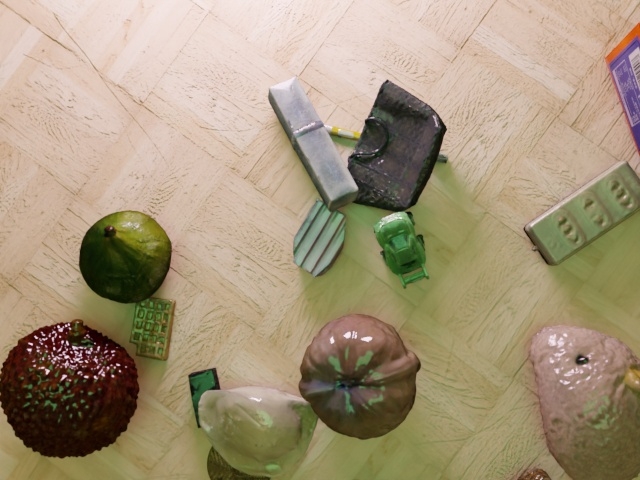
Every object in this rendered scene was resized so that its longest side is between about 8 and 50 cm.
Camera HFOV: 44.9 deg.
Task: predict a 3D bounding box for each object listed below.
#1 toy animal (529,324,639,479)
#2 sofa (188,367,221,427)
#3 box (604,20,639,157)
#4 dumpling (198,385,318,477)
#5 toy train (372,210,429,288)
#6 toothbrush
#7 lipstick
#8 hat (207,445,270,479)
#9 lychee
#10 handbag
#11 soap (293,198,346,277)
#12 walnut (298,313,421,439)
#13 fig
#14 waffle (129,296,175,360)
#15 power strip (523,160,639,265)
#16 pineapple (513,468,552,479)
[{"bbox_3d":[0.549,0.338,1.514,0.226,0.188,0.359,-11,87,10],"label":"toy animal"},{"bbox_3d":[-0.243,0.337,1.657,0.060,0.039,0.118,-12,86,3],"label":"sofa"},{"bbox_3d":[0.777,-0.274,1.487,0.318,0.257,0.349,-19,85,2],"label":"box"},{"bbox_3d":[-0.135,0.392,1.596,0.251,0.131,0.180,10,92,-1],"label":"dumpling"},{"bbox_3d":[0.170,0.016,1.602,0.099,0.081,0.149,-22,128,6],"label":"toy train"},{"bbox_3d":[0.133,-0.208,1.653,0.288,0.024,0.021,15,97,6],"label":"toothbrush"},{"bbox_3d":[-0.016,-0.199,1.617,0.076,0.077,0.290,-24,76,-12],"label":"lipstick"},{"bbox_3d":[-0.175,0.480,1.630,0.145,0.067,0.146,0,87,5],"label":"hat"},{"bbox_3d":[-0.509,0.301,1.569,0.275,0.276,0.305,15,110,5],"label":"lychee"},{"bbox_3d":[0.152,-0.181,1.608,0.175,0.088,0.271,25,105,13],"label":"handbag"},{"bbox_3d":[0.000,0.000,1.640,0.100,0.056,0.149,30,90,8],"label":"soap"},{"bbox_3d":[0.081,0.268,1.538,0.248,0.248,0.249,0,88,5],"label":"walnut"},{"bbox_3d":[-0.413,0.032,1.588,0.203,0.235,0.203,0,85,1],"label":"fig"},{"bbox_3d":[-0.368,0.190,1.683,0.092,0.021,0.135,9,87,4],"label":"waffle"},{"bbox_3d":[0.544,-0.051,1.590,0.256,0.070,0.105,-35,85,4],"label":"power strip"},{"bbox_3d":[0.376,0.562,1.565,0.251,0.125,0.125,-31,85,8],"label":"pineapple"}]
